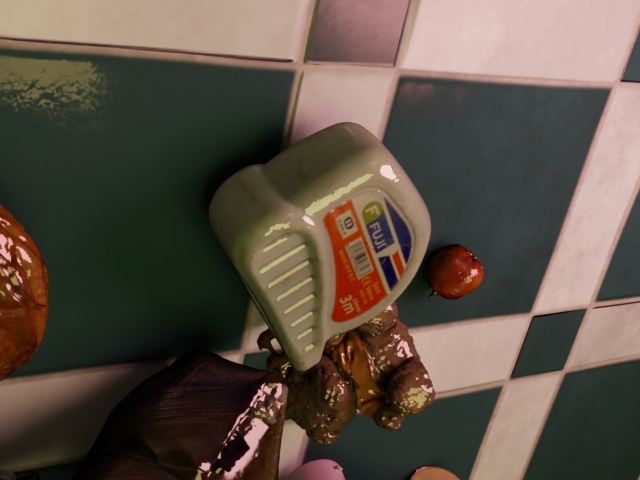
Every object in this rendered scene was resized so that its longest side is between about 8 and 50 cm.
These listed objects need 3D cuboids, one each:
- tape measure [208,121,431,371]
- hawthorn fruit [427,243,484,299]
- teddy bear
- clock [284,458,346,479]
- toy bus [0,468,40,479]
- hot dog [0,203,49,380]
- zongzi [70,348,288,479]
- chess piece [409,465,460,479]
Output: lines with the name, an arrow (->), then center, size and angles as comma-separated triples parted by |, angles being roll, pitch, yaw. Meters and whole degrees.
tape measure -> -0.001, 0.001, 0.982 | 0.246, 0.125, 0.243 | -32, 137, -9
hawthorn fruit -> 0.180, 0.044, 1.162 | 0.077, 0.077, 0.077 | -16, 126, -24
teddy bear -> 0.038, 0.171, 1.120 | 0.190, 0.140, 0.177 | -30, 89, -2
clock -> -0.004, 0.495, 1.268 | 0.295, 0.113, 0.322 | 37, 105, -30
toy bus -> -0.373, 0.311, 0.888 | 0.181, 0.091, 0.103 | -12, 119, -3
hot dog -> -0.427, 0.077, 0.728 | 0.387, 0.174, 0.267 | -24, 131, -30
zongzi -> -0.194, 0.384, 0.926 | 0.432, 0.207, 0.404 | -48, 146, -51
chess piece -> 0.179, 0.456, 1.413 | 0.094, 0.094, 0.171 | -16, 133, -24
